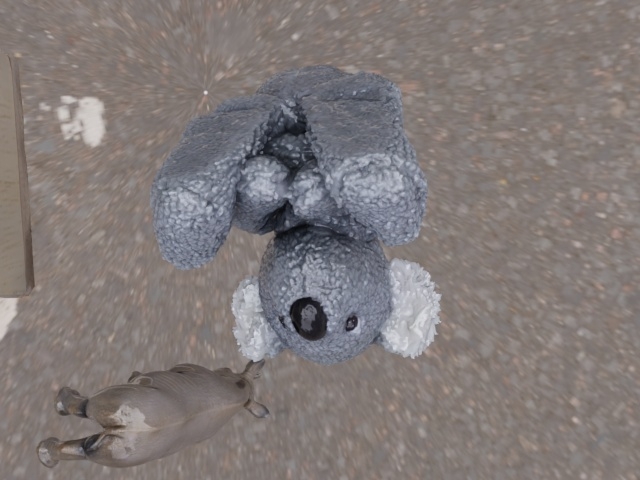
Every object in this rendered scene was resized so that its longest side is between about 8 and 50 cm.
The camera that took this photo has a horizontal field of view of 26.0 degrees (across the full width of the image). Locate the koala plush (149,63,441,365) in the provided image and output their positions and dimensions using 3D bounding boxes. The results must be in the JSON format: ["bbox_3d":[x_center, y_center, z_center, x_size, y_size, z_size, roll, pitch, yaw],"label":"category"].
[{"bbox_3d":[0.000,0.000,1.051,0.196,0.203,0.221,-7,120,12],"label":"koala plush"}]

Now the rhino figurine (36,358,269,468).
[{"bbox_3d":[-0.122,0.141,1.183,0.106,0.243,0.073,-7,92,34],"label":"rhino figurine"}]

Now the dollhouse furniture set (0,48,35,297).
[{"bbox_3d":[-0.183,-0.178,0.278,0.362,0.256,0.394,-4,88,4],"label":"dollhouse furniture set"}]
